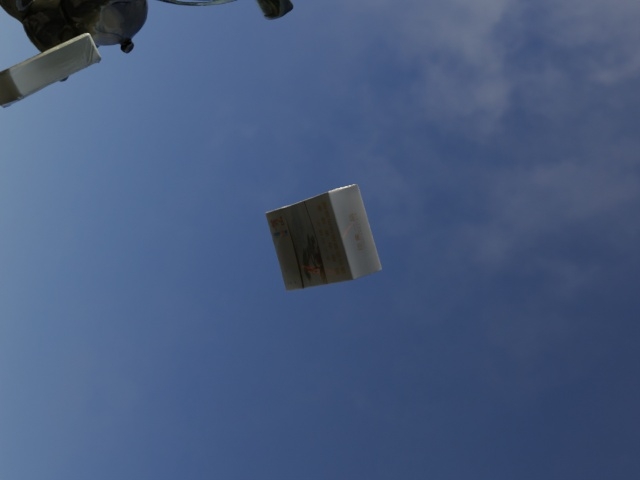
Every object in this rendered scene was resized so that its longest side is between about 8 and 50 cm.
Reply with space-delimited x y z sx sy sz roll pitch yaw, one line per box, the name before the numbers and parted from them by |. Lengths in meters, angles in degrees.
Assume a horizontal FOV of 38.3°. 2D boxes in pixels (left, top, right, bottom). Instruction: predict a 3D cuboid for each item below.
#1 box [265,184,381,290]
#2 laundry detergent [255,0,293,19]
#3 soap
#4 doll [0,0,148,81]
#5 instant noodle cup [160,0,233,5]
box | -0.001 0.000 1.560 0.233 0.067 0.149 -15 -91 60
laundry detergent | -0.159 -0.693 2.424 0.221 0.078 0.144 60 -15 -24
soap | -0.507 -0.311 1.691 0.121 0.183 0.063 -3 -63 50
doll | -0.593 -0.598 2.205 0.382 0.378 0.252 -32 -145 19
instant noodle cup | -0.203 -0.580 1.478 0.284 0.284 0.312 -114 -159 -44
